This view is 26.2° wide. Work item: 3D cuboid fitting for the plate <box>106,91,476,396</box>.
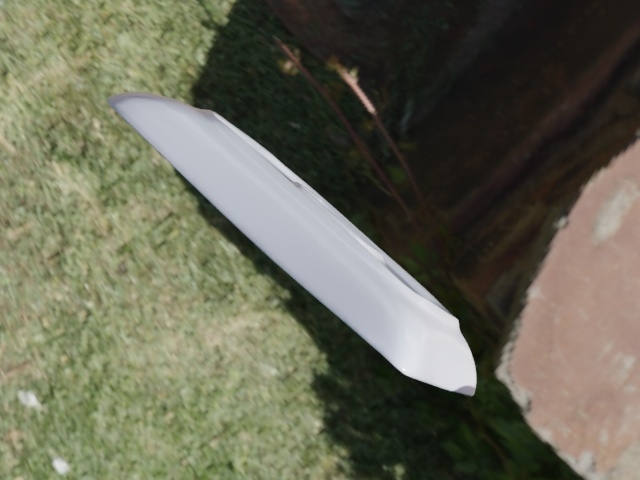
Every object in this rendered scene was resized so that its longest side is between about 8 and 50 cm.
[{"bbox_3d":[0.000,0.000,0.986,0.045,0.278,0.277,-49,163,4],"label":"plate"}]
